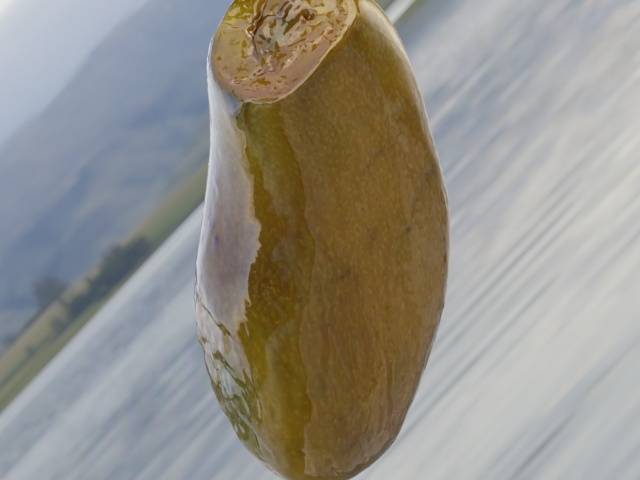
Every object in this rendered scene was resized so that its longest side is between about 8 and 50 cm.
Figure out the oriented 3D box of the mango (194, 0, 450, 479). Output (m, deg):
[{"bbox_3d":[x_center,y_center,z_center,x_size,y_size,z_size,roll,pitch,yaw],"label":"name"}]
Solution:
[{"bbox_3d":[0.002,-0.003,1.108,0.187,0.144,0.359,-42,-40,-52],"label":"mango"}]
